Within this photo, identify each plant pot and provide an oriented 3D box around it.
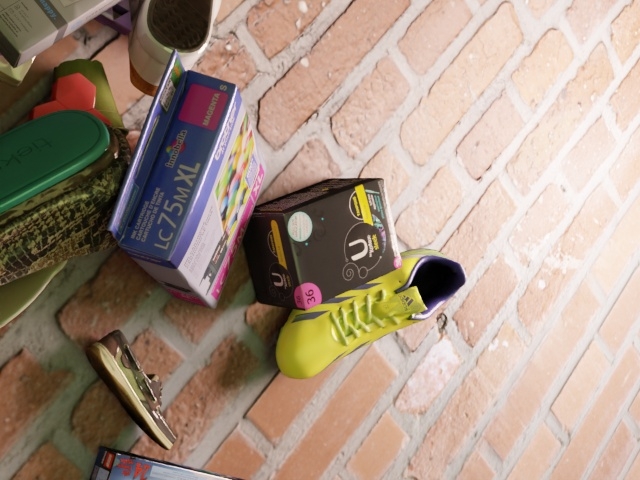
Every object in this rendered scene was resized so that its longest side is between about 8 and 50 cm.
[{"bbox_3d":[-0.247,-0.145,1.037,0.083,0.083,0.079,-5,83,-38],"label":"plant pot"}]

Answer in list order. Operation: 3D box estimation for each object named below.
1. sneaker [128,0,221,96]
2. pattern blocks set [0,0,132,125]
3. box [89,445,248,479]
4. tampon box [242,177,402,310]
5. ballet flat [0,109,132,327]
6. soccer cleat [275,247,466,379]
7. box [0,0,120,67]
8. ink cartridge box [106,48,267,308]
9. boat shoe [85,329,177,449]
[{"bbox_3d":[-0.156,-0.283,1.100,0.106,0.123,0.290,26,55,-15],"label":"sneaker"},{"bbox_3d":[-0.335,-0.239,0.937,0.325,0.026,0.285,14,74,-27],"label":"pattern blocks set"},{"bbox_3d":[-0.168,0.339,1.134,0.233,0.044,0.159,23,77,-37],"label":"box"},{"bbox_3d":[0.000,0.000,1.216,0.161,0.101,0.120,-23,106,-36],"label":"tampon box"},{"bbox_3d":[-0.370,0.042,0.843,0.483,0.164,0.182,-25,136,-29],"label":"ballet flat"},{"bbox_3d":[0.067,0.087,1.260,0.289,0.121,0.093,-29,110,-34],"label":"soccer cleat"},{"bbox_3d":[-0.262,-0.271,0.940,0.186,0.038,0.145,-42,97,-30],"label":"box"},{"bbox_3d":[-0.125,-0.047,1.018,0.311,0.065,0.186,69,40,-74],"label":"ink cartridge box"},{"bbox_3d":[-0.198,0.166,1.096,0.049,0.056,0.152,-41,116,-24],"label":"boat shoe"}]
